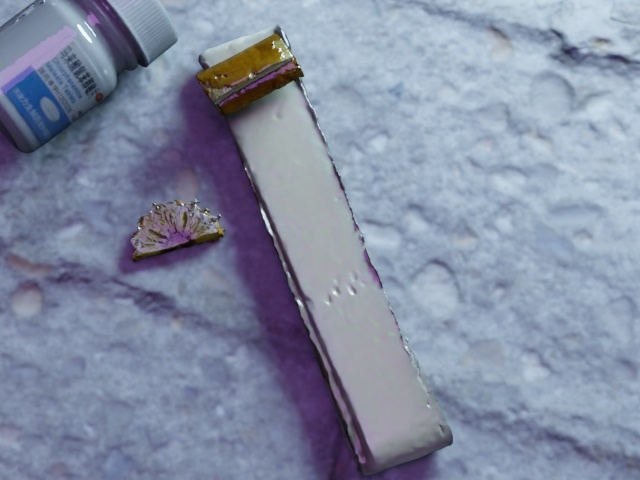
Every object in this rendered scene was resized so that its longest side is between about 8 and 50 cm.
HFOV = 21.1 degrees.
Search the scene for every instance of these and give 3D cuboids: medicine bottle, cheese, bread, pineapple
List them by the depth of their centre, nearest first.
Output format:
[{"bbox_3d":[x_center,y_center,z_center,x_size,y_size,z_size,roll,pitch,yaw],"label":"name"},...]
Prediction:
[{"bbox_3d":[-0.001,0.001,1.441,0.085,0.034,0.400,-22,72,-2],"label":"cheese"},{"bbox_3d":[-0.060,-0.141,1.453,0.083,0.036,0.047,-29,68,-5],"label":"bread"},{"bbox_3d":[-0.125,-0.013,1.456,0.083,0.019,0.045,-13,76,1],"label":"pineapple"},{"bbox_3d":[-0.216,-0.160,1.461,0.168,0.105,0.105,-39,75,-10],"label":"medicine bottle"}]
